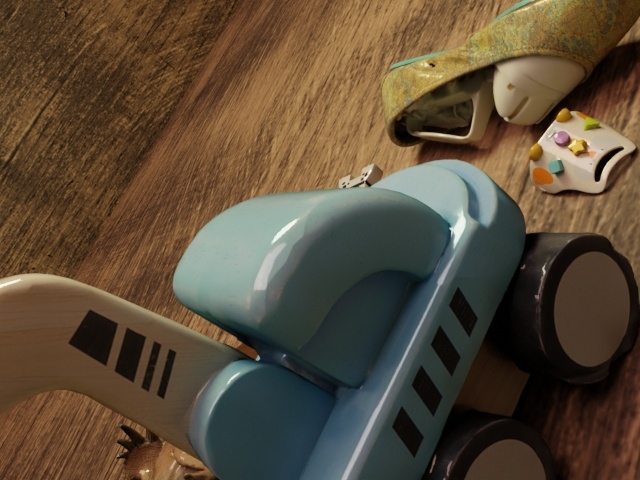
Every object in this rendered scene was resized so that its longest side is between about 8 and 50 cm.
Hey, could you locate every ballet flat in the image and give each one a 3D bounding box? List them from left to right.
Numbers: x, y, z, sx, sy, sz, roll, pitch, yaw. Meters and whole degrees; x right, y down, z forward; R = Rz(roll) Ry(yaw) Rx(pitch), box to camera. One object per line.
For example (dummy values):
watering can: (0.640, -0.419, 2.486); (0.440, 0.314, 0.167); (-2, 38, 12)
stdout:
ballet flat: (0.189, -0.170, 0.748); (0.348, 0.123, 0.123); (-7, 51, 56)

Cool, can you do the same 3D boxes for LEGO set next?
LEGO set: (0.000, 0.000, 0.878); (0.227, 0.087, 0.093); (-23, 42, 38)

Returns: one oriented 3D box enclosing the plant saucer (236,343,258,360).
plant saucer: (-0.100, 0.188, 0.873); (0.168, 0.029, 0.168); (-39, 29, 27)

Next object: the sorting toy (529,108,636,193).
sorting toy: (0.239, -0.077, 0.620); (0.083, 0.045, 0.075); (-53, 44, 2)

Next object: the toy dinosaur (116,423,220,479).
toy dinosaur: (-0.147, 0.250, 0.779); (0.295, 0.127, 0.200); (-38, 22, 20)

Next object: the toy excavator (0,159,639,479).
toy excavator: (-0.063, 0.079, 0.455); (0.222, 0.445, 0.433); (2, 59, 61)
